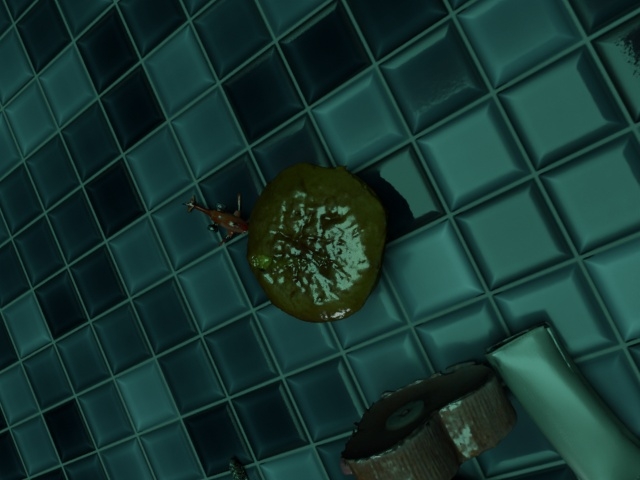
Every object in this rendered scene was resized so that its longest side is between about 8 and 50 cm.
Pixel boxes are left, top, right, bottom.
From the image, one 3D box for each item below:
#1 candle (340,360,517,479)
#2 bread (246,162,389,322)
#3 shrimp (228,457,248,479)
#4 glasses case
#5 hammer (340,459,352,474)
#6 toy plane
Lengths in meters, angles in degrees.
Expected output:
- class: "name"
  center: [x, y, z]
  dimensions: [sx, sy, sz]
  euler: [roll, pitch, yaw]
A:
- class: "candle"
  center: [0.177, 0.352, 0.896]
  dimensions: [0.132, 0.316, 0.287]
  euler: [64, 155, 2]
- class: "bread"
  center: [-0.002, 0.005, 0.978]
  dimensions: [0.311, 0.172, 0.313]
  euler: [0, 91, 24]
- class: "shrimp"
  center: [-0.197, 0.571, 1.193]
  dimensions: [0.038, 0.029, 0.093]
  euler: [-10, 97, 15]
- class: "glasses case"
  center: [0.430, 0.286, 0.865]
  dimensions: [0.128, 0.083, 0.308]
  euler: [-39, 80, 16]
- class: "hammer"
  center: [0.082, 0.480, 1.054]
  dimensions: [0.083, 0.043, 0.043]
  euler: [-15, 89, 25]
- class: "toy plane"
  center: [-0.235, -0.066, 1.123]
  dimensions: [0.194, 0.077, 0.126]
  euler: [44, 101, 23]
